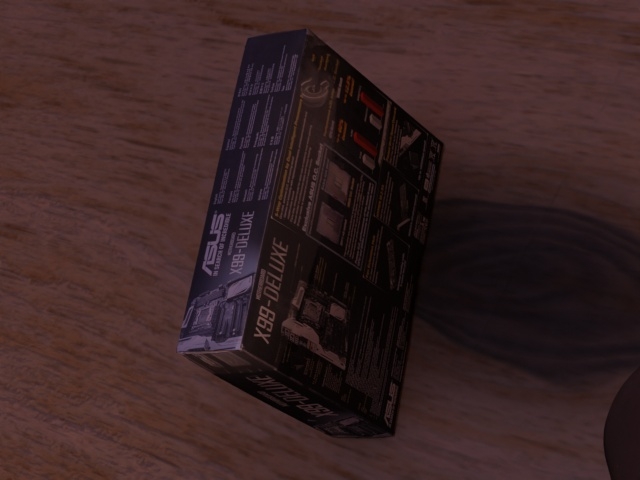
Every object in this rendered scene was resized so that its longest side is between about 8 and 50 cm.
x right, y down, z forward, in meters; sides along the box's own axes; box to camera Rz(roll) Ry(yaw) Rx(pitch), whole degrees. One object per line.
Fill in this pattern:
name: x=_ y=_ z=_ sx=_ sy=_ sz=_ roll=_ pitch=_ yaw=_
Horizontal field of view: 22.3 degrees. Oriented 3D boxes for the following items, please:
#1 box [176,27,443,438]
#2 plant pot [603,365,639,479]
box: x=0.000 y=0.000 z=1.474 sx=0.076 sy=0.242 sz=0.307 roll=-4 pitch=66 yaw=36
plant pot: x=0.318 y=0.183 z=1.158 sx=0.263 sy=0.263 sz=0.229 roll=-46 pitch=30 yaw=9
